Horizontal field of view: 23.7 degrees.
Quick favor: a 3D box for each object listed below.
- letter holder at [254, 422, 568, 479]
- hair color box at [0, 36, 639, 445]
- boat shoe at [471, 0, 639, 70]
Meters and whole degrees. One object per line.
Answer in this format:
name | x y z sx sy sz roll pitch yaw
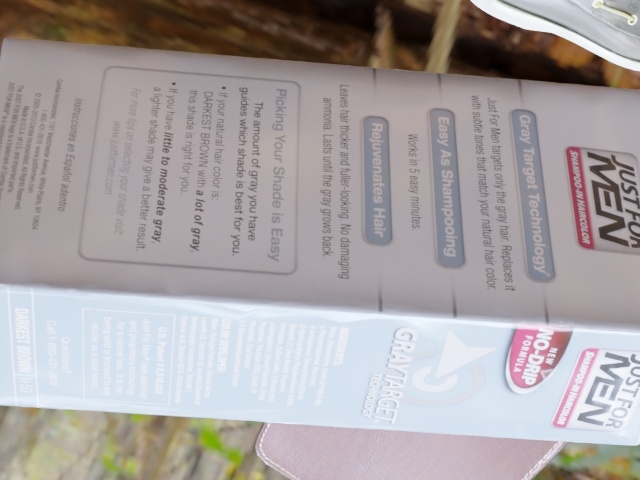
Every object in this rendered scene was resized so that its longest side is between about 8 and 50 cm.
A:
letter holder | 0.106 0.092 1.281 0.214 0.302 0.152 33 -152 -8
hair color box | 0.000 0.000 0.855 0.375 0.185 0.113 4 139 -4
boat shoe | 0.292 -0.255 1.570 0.305 0.109 0.091 13 140 -23
